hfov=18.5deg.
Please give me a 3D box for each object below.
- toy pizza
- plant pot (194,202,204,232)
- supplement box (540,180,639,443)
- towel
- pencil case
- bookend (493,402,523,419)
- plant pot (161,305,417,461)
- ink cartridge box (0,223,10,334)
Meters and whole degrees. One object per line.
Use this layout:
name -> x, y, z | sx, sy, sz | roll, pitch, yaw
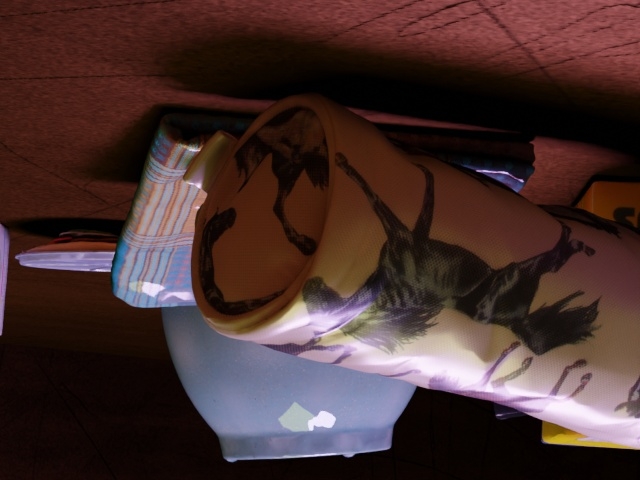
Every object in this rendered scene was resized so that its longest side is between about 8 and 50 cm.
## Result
toy pizza -> -0.203, 0.010, 1.959 | 0.201, 0.032, 0.201 | 1, 176, 0
plant pot -> -0.031, -0.003, 1.355 | 0.079, 0.083, 0.083 | -24, 161, 24
supplement box -> 0.296, 0.074, 1.632 | 0.194, 0.195, 0.356 | 3, 173, 1
towel -> -0.013, -0.008, 1.491 | 0.271, 0.040, 0.370 | 3, 162, -10
pencil case -> 0.115, 0.029, 1.291 | 0.410, 0.160, 0.183 | 17, -170, -27
bookend -> 0.258, 0.108, 2.169 | 0.156, 0.157, 0.072 | -10, 171, 6
plant pot -> -0.019, 0.123, 2.004 | 0.293, 0.196, 0.293 | -3, 177, 0
ink cartridge box -> -0.346, 0.028, 1.865 | 0.062, 0.109, 0.209 | 2, 172, 2
